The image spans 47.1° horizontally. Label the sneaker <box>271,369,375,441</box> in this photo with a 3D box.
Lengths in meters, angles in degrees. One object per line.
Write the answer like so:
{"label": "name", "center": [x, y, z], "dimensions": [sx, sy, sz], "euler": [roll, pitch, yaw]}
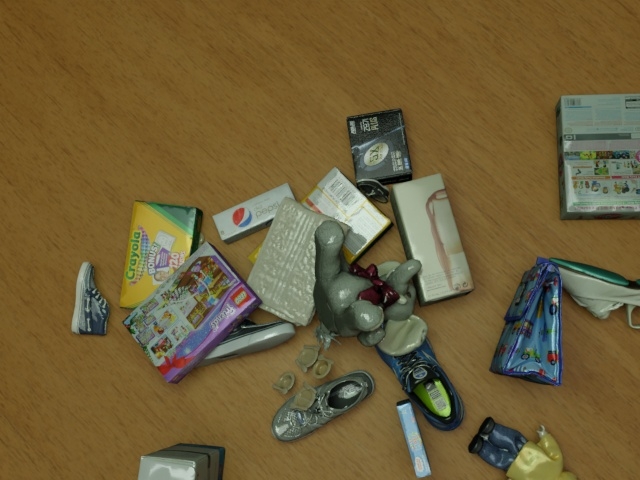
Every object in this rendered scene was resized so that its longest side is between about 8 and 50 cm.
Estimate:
{"label": "sneaker", "center": [-0.001, 0.396, 1.788], "dimensions": [0.281, 0.115, 0.105], "euler": [-32, 79, -1]}

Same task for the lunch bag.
{"label": "lunch bag", "center": [0.505, 0.182, 1.725], "dimensions": [0.138, 0.221, 0.293], "euler": [12, 82, 7]}

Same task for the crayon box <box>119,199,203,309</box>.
{"label": "crayon box", "center": [-0.408, 0.045, 1.890], "dimensions": [0.165, 0.081, 0.278], "euler": [7, 87, 4]}

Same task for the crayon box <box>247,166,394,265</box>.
{"label": "crayon box", "center": [0.000, 0.000, 1.860], "dimensions": [0.323, 0.083, 0.203], "euler": [-45, 79, 5]}

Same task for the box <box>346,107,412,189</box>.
{"label": "box", "center": [0.153, -0.237, 1.905], "dimensions": [0.147, 0.077, 0.180], "euler": [-8, 80, 4]}

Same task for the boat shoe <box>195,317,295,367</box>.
{"label": "boat shoe", "center": [-0.207, 0.233, 1.827], "dimensions": [0.301, 0.108, 0.102], "euler": [-19, 70, 22]}

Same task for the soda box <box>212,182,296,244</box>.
{"label": "soda box", "center": [-0.165, -0.069, 1.909], "dimensions": [0.216, 0.069, 0.074], "euler": [-24, 78, 0]}

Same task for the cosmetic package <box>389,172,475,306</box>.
{"label": "cosmetic package", "center": [0.272, 0.003, 1.816], "dimensions": [0.129, 0.153, 0.296], "euler": [-15, 80, 1]}

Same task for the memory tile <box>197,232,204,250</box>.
{"label": "memory tile", "center": [-0.378, 0.010, 1.943], "dimensions": [0.148, 0.012, 0.113], "euler": [-16, 79, 2]}

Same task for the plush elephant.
{"label": "plush elephant", "center": [0.129, 0.125, 1.705], "dimensions": [0.255, 0.330, 0.272], "euler": [-14, 57, -21]}

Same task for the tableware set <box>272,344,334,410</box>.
{"label": "tableware set", "center": [-0.039, 0.334, 1.804], "dimensions": [0.141, 0.020, 0.169], "euler": [20, 71, 51]}

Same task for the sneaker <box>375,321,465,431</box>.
{"label": "sneaker", "center": [0.236, 0.304, 1.764], "dimensions": [0.130, 0.147, 0.330], "euler": [-36, 73, -2]}

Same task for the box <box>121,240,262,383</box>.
{"label": "box", "center": [-0.313, 0.175, 1.783], "dimensions": [0.293, 0.057, 0.201], "euler": [-43, 70, 1]}

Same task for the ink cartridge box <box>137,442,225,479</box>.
{"label": "ink cartridge box", "center": [-0.322, 0.596, 1.685], "dimensions": [0.129, 0.307, 0.223], "euler": [5, 80, 6]}

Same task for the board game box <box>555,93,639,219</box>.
{"label": "board game box", "center": [0.714, -0.208, 1.840], "dimensions": [0.224, 0.097, 0.303], "euler": [0, 79, 6]}

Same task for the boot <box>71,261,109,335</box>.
{"label": "boot", "center": [-0.590, 0.153, 1.917], "dimensions": [0.086, 0.069, 0.190], "euler": [6, 89, -1]}

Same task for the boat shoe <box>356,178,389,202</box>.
{"label": "boat shoe", "center": [0.135, -0.126, 1.869], "dimensions": [0.046, 0.125, 0.038], "euler": [-9, 73, 32]}

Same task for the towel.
{"label": "towel", "center": [-0.061, 0.055, 1.802], "dimensions": [0.187, 0.049, 0.282], "euler": [24, 92, 10]}

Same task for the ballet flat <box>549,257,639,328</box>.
{"label": "ballet flat", "center": [0.733, 0.142, 1.770], "dimensions": [0.400, 0.139, 0.139], "euler": [11, 81, 6]}

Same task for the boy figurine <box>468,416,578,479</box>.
{"label": "boy figurine", "center": [0.501, 0.525, 1.733], "dimensions": [0.285, 0.092, 0.177], "euler": [29, 84, 9]}

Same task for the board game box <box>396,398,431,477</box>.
{"label": "board game box", "center": [0.216, 0.454, 1.709], "dimensions": [0.039, 0.211, 0.160], "euler": [-16, 79, 2]}
